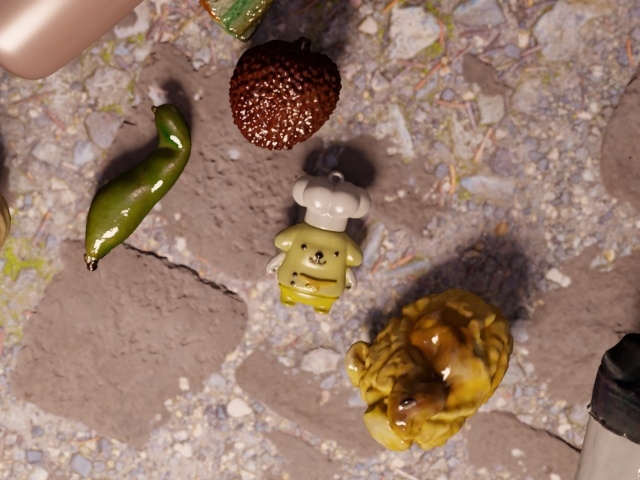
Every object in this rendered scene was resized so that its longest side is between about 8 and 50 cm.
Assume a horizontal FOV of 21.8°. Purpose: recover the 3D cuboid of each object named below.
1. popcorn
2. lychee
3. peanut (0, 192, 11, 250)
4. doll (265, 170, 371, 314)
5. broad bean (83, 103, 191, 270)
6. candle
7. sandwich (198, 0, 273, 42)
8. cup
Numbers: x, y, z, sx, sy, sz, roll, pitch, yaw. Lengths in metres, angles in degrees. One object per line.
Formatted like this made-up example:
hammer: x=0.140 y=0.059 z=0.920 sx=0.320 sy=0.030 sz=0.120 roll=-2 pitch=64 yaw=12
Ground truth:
popcorn: x=0.121 y=0.149 z=1.856 sx=0.140 sy=0.163 sz=0.194 roll=46 pitch=67 yaw=-26
lychee: x=-0.041 y=-0.160 z=1.809 sx=0.123 sy=0.123 sz=0.129 roll=18 pitch=130 yaw=-2
peanut: x=-0.501 y=0.024 z=1.838 sx=0.340 sy=0.158 sz=0.174 roll=-13 pitch=130 yaw=8
doll: x=0.000 y=0.000 z=1.864 sx=0.106 sy=0.062 sz=0.162 roll=12 pitch=100 yaw=-6
broad bean: x=-0.209 y=-0.055 z=1.865 sx=0.070 sy=0.048 sz=0.213 roll=31 pitch=99 yaw=-5
candle: x=0.384 y=0.282 z=1.831 sx=0.221 sy=0.221 sz=0.342 roll=12 pitch=101 yaw=-1
sandwich: x=-0.102 y=-0.321 z=1.781 sx=0.160 sy=0.109 sz=0.185 roll=24 pitch=100 yaw=-5
cup: x=-0.305 y=-0.313 z=1.762 sx=0.200 sy=0.191 sz=0.253 roll=-40 pitch=68 yaw=12
